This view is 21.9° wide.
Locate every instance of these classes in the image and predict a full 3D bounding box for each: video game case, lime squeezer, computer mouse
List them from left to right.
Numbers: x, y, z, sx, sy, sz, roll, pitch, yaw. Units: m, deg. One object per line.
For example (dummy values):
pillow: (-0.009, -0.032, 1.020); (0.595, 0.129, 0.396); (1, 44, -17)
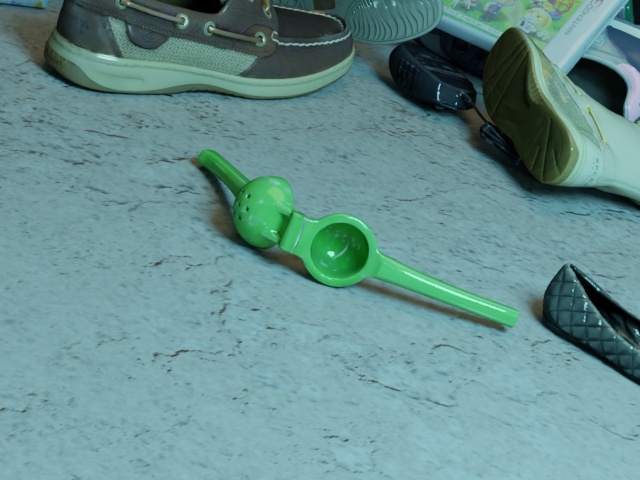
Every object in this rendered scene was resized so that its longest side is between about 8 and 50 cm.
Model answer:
lime squeezer: (0.000, 0.000, 1.271); (0.310, 0.059, 0.110); (27, -4, 26)
computer mouse: (0.144, -0.123, 1.637); (0.071, 0.041, 0.242); (9, 28, -43)
video game case: (0.212, -0.273, 1.751); (0.212, 0.023, 0.193); (28, 59, 24)

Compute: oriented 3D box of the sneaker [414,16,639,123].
sneaker: (0.218, -0.202, 1.759); (0.319, 0.112, 0.131); (18, 37, 19)

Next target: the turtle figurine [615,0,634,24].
turtle figurine: (0.241, -0.287, 1.851); (0.234, 0.175, 0.118); (8, -14, 25)

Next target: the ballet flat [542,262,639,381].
ballet flat: (0.244, 0.074, 1.248); (0.173, 0.049, 0.057); (28, 27, 23)

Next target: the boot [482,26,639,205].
boot: (0.254, -0.112, 1.586); (0.165, 0.077, 0.213); (14, 34, -29)

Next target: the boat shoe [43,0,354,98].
boat shoe: (-0.096, -0.213, 1.557); (0.342, 0.123, 0.123); (-4, 31, -38)

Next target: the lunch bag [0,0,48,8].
lunch bag: (-0.297, -0.275, 1.613); (0.071, 0.083, 0.053); (1, 28, -29)

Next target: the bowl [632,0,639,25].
bowl: (0.425, -0.235, 1.997); (0.391, 0.077, 0.391); (14, 24, -6)

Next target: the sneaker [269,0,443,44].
sneaker: (0.031, -0.258, 1.738); (0.222, 0.083, 0.118); (5, 18, 18)
